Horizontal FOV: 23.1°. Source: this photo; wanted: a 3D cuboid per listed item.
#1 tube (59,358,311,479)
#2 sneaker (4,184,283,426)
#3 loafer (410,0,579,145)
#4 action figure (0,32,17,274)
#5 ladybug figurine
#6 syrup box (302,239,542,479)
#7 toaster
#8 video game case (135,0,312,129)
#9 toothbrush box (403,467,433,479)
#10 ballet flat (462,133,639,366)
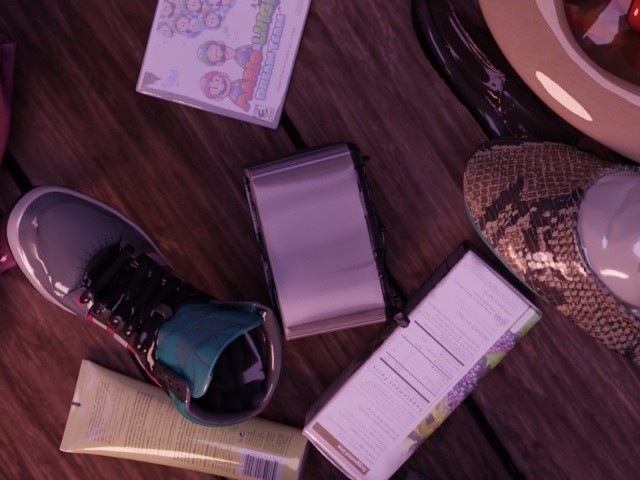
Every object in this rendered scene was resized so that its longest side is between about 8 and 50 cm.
[{"bbox_3d":[-0.130,0.187,1.532,0.240,0.070,0.062,12,135,6],"label":"tube"},{"bbox_3d":[-0.139,0.067,1.384,0.295,0.178,0.124,44,74,-29],"label":"sneaker"},{"bbox_3d":[0.164,-0.152,1.470,0.078,0.080,0.220,-36,102,2],"label":"loafer"},{"bbox_3d":[-0.371,-0.022,1.457,0.276,0.248,0.370,26,126,33],"label":"action figure"},{"bbox_3d":[0.350,-0.207,1.404,0.449,0.162,0.305,26,96,1],"label":"ladybug figurine"},{"bbox_3d":[0.094,0.119,1.489,0.096,0.093,0.237,41,97,-2],"label":"syrup box"},{"bbox_3d":[0.000,0.000,1.437,0.110,0.186,0.168,-14,96,-5],"label":"toaster"},{"bbox_3d":[-0.090,-0.200,1.505,0.143,0.019,0.157,15,97,2],"label":"video game case"},{"bbox_3d":[0.145,0.339,1.407,0.216,0.295,0.126,28,96,1],"label":"toothbrush box"},{"bbox_3d":[0.344,0.061,1.392,0.483,0.182,0.164,43,65,-10],"label":"ballet flat"}]
